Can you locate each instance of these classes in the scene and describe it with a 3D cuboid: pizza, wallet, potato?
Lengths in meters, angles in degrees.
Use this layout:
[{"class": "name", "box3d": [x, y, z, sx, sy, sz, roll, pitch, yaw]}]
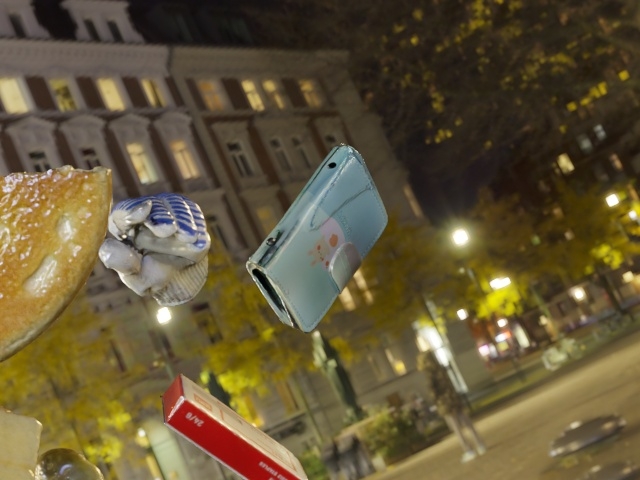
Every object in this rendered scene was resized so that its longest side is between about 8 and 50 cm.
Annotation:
[{"class": "pizza", "box3d": [-0.371, 0.003, 1.145, 0.290, 0.228, 0.081, -57, 18, -6]}, {"class": "wallet", "box3d": [0.000, 0.000, 1.566, 0.250, 0.075, 0.176, -54, -41, -25]}, {"class": "potato", "box3d": [-0.430, 0.415, 1.777, 0.092, 0.138, 0.070, -52, -12, -9]}]

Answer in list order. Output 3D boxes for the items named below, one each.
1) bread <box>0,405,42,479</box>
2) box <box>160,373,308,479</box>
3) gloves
[{"class": "bread", "box3d": [-0.498, 0.338, 1.224, 0.279, 0.207, 0.279, 14, -58, -16]}, {"class": "box", "box3d": [-0.120, 0.283, 1.453, 0.050, 0.229, 0.123, -52, 13, 1]}, {"class": "gloves", "box3d": [-0.167, 0.005, 1.066, 0.119, 0.097, 0.229, -46, -9, -15]}]
